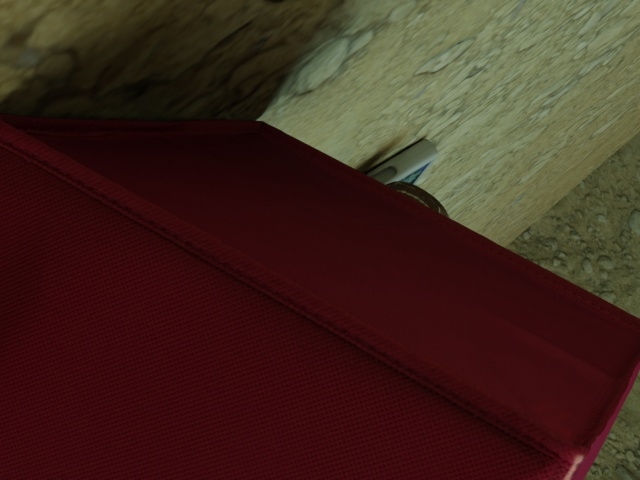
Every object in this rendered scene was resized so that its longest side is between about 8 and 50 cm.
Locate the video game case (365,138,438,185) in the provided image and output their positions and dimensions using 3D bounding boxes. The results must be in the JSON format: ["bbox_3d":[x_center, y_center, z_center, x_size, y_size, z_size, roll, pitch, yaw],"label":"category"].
[{"bbox_3d":[0.000,0.000,1.046,0.183,0.023,0.201,-31,168,-30],"label":"video game case"}]

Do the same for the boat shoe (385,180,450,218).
[{"bbox_3d":[0.012,0.101,0.914,0.324,0.123,0.116,-66,166,-4],"label":"boat shoe"}]

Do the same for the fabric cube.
[{"bbox_3d":[-0.027,0.111,0.535,0.258,0.254,0.259,-65,162,14],"label":"fabric cube"}]
